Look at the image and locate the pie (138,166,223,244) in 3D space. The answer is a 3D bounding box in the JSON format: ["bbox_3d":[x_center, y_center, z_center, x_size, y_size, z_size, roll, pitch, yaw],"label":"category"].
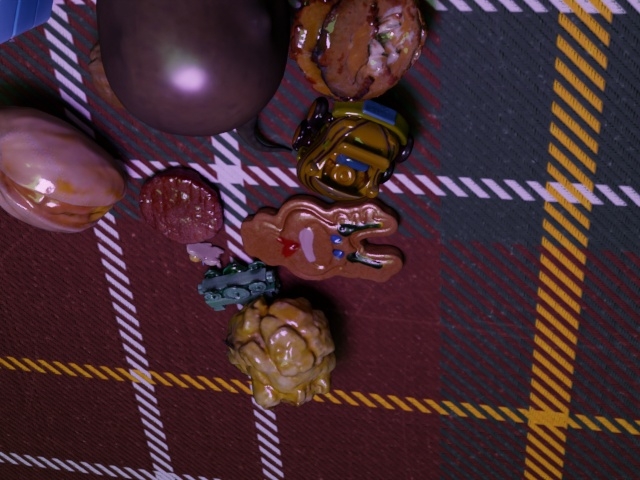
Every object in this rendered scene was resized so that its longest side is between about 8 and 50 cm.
[{"bbox_3d":[-0.285,-0.068,2.002,0.182,0.050,0.182,8,127,11],"label":"pie"}]

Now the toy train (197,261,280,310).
[{"bbox_3d":[-0.169,0.099,2.075,0.178,0.071,0.105,-11,148,17],"label":"toy train"}]

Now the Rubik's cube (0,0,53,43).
[{"bbox_3d":[-0.591,-0.507,1.570,0.291,0.292,0.291,17,112,0],"label":"Rubik's cube"}]

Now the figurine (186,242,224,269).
[{"bbox_3d":[-0.248,0.034,2.074,0.083,0.047,0.051,24,139,3],"label":"figurine"}]

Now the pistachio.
[{"bbox_3d":[-0.533,-0.143,1.910,0.308,0.230,0.230,29,130,-29],"label":"pistachio"}]

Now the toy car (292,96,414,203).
[{"bbox_3d":[0.050,-0.146,1.760,0.200,0.142,0.248,19,150,-11],"label":"toy car"}]

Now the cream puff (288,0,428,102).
[{"bbox_3d":[0.055,-0.347,1.614,0.164,0.240,0.240,40,139,36],"label":"cream puff"}]

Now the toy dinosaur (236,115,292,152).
[{"bbox_3d":[-0.110,-0.243,1.803,0.178,0.087,0.187,28,129,-5],"label":"toy dinosaur"}]

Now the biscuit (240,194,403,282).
[{"bbox_3d":[0.000,0.000,1.978,0.333,0.047,0.202,3,126,13],"label":"biscuit"}]

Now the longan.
[{"bbox_3d":[-0.201,-0.350,1.583,0.360,0.361,0.361,7,127,10],"label":"longan"}]

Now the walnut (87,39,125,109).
[{"bbox_3d":[-0.343,-0.314,1.781,0.166,0.149,0.167,4,99,24],"label":"walnut"}]

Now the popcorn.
[{"bbox_3d":[-0.081,0.233,2.057,0.252,0.215,0.286,54,161,4],"label":"popcorn"}]
